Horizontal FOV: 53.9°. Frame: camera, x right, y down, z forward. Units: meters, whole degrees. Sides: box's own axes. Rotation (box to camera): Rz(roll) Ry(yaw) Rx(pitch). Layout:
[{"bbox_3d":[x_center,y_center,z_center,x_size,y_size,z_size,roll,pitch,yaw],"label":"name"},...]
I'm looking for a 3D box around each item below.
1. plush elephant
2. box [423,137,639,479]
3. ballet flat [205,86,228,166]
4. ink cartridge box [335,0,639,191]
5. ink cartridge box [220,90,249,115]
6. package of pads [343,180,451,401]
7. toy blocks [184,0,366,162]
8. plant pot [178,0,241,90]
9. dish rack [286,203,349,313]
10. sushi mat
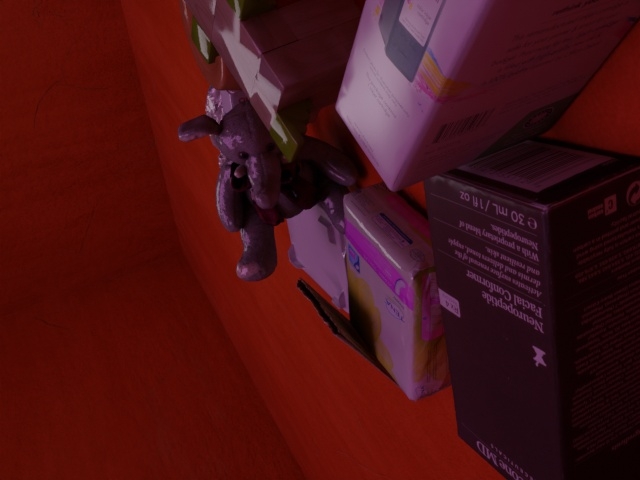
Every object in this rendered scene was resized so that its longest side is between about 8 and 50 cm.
[{"bbox_3d":[-0.084,-0.127,1.065,0.255,0.272,0.330,33,-139,-73],"label":"plush elephant"},{"bbox_3d":[0.236,0.092,0.685,0.191,0.143,0.381,33,141,59],"label":"box"},{"bbox_3d":[-0.167,-0.225,1.448,0.409,0.147,0.147,96,149,-72],"label":"ballet flat"},{"bbox_3d":[0.154,-0.202,0.490,0.119,0.207,0.353,61,158,19],"label":"ink cartridge box"},{"bbox_3d":[-0.118,-0.242,1.284,0.082,0.140,0.190,-130,27,-48],"label":"ink cartridge box"},{"bbox_3d":[0.132,0.087,1.013,0.229,0.101,0.296,50,154,46],"label":"package of pads"},{"bbox_3d":[-0.022,-0.323,0.802,0.381,0.261,0.191,58,157,11],"label":"toy blocks"},{"bbox_3d":[-0.103,-0.368,1.021,0.291,0.203,0.291,54,156,38],"label":"plant pot"},{"bbox_3d":[0.000,0.000,1.327,0.333,0.072,0.285,39,145,53],"label":"dish rack"},{"bbox_3d":[0.073,0.187,1.161,0.316,0.019,0.151,45,-177,-44],"label":"sushi mat"}]
